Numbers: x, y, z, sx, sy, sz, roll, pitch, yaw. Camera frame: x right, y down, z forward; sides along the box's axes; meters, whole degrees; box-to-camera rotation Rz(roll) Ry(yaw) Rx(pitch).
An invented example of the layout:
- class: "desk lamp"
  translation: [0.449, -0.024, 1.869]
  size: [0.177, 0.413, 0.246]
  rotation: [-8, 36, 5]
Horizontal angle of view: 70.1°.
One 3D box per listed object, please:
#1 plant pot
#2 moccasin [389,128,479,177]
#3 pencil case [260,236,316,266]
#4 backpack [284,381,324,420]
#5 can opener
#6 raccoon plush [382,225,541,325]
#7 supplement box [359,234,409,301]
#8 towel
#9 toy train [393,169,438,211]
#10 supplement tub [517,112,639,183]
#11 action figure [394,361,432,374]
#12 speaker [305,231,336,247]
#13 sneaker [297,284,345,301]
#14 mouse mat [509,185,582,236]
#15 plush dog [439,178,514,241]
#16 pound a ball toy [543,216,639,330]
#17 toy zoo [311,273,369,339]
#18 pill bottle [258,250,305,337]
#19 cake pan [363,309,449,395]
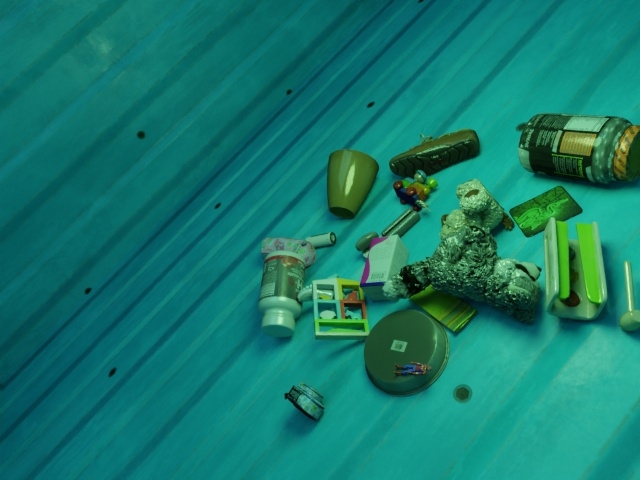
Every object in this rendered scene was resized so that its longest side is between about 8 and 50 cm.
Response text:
- class: "plant pot"
  translation: [0.125, -0.238, 2.047]
  size: [0.237, 0.237, 0.255]
  rotation: [-3, 64, 39]
- class: "moccasin"
  translation: [0.473, -0.376, 1.931]
  size: [0.379, 0.139, 0.147]
  rotation: [-22, 34, 27]
- class: "pencil case"
  translation: [-0.151, 0.050, 2.052]
  size: [0.284, 0.124, 0.124]
  rotation: [7, 57, 46]
- class: "backpack"
  translation: [-0.041, 0.522, 1.488]
  size: [0.114, 0.105, 0.084]
  rotation: [24, 71, 45]
- class: "can opener"
  translation: [0.269, -0.031, 1.802]
  size: [0.280, 0.093, 0.074]
  rotation: [-38, 36, -4]
- class: "raccoon plush"
  translation: [0.440, 0.169, 1.392]
  size: [0.446, 0.216, 0.299]
  rotation: [-40, 43, 24]
- class: "supplement box"
  translation: [0.237, 0.101, 1.669]
  size: [0.111, 0.114, 0.220]
  rotation: [-9, 48, 37]
- class: "towel"
  translation: [0.392, 0.206, 1.492]
  size: [0.102, 0.021, 0.237]
  rotation: [-39, 36, -10]
- class: "toy train"
  translation: [0.415, -0.196, 1.827]
  size: [0.143, 0.105, 0.248]
  rotation: [-39, 36, -7]
- class: "supplement tub"
  translation: [0.840, -0.298, 1.468]
  size: [0.207, 0.207, 0.338]
  rotation: [-49, 38, -12]
- class: "action figure"
  translation: [0.272, 0.377, 1.338]
  size: [0.115, 0.030, 0.038]
  rotation: [-10, 41, 31]
- class: "speaker"
  translation: [0.000, 0.000, 2.028]
  size: [0.136, 0.055, 0.055]
  rotation: [-11, 45, 34]
- class: "sneaker"
  translation: [0.006, 0.213, 1.748]
  size: [0.190, 0.071, 0.083]
  rotation: [-11, 49, -11]
- class: "mouse mat"
  translation: [0.744, -0.099, 1.517]
  size: [0.189, 0.007, 0.153]
  rotation: [-29, 38, 16]
- class: "plush dog"
  translation: [0.512, -0.063, 1.577]
  size: [0.225, 0.211, 0.262]
  rotation: [-41, 6, 22]
- class: "pound a ball toy"
  translation: [0.730, 0.102, 1.249]
  size: [0.208, 0.136, 0.319]
  rotation: [7, 53, 14]
- class: "toy zoo"
  translation: [0.068, 0.232, 1.662]
  size: [0.192, 0.030, 0.293]
  rotation: [2, 43, -5]
- class: "pill bottle"
  translation: [-0.156, 0.216, 1.828]
  size: [0.176, 0.176, 0.319]
  rotation: [-17, 52, 28]
- class: "cake pan"
  translation: [0.260, 0.343, 1.449]
  size: [0.293, 0.054, 0.293]
  rotation: [-23, 40, 22]
